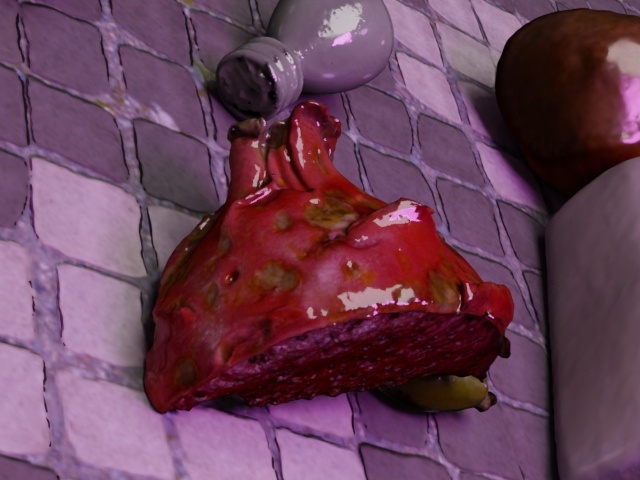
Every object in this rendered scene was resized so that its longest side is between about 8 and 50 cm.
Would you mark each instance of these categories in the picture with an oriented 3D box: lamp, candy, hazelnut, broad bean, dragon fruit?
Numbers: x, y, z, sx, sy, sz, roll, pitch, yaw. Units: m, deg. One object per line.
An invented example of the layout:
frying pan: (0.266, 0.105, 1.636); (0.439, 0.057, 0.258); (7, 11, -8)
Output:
lamp: (-0.013, -0.158, 1.294); (0.106, 0.106, 0.193); (48, 42, 3)
candy: (0.310, 0.106, 1.323); (0.208, 0.145, 0.358); (34, 35, -20)
hazelnut: (0.277, -0.131, 1.514); (0.210, 0.186, 0.210); (18, 33, -12)
broad bean: (0.046, 0.077, 1.138); (0.214, 0.048, 0.070); (25, 50, -21)
dragon fruit: (0.000, 0.000, 1.040); (0.262, 0.134, 0.211); (-7, 57, -34)
